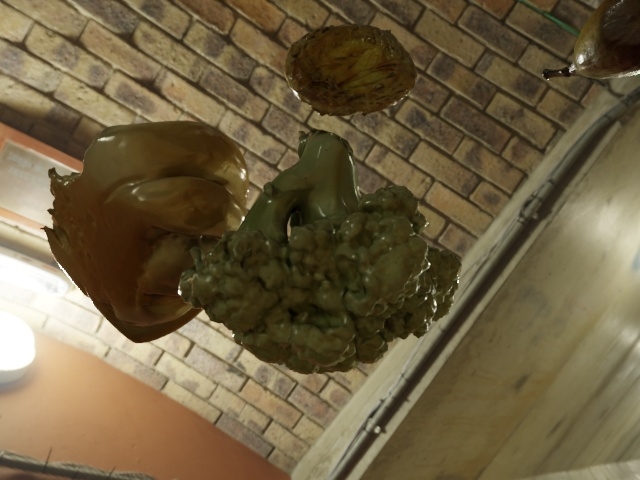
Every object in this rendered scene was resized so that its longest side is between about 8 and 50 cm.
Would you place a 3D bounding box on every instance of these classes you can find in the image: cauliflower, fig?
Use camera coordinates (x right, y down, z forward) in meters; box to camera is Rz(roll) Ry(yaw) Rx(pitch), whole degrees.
[{"bbox_3d":[0.008,0.017,0.558,0.327,0.281,0.260,-5,-165,-26],"label":"cauliflower"},{"bbox_3d":[0.559,-0.382,0.963,0.145,0.170,0.274,-13,174,-34],"label":"fig"}]

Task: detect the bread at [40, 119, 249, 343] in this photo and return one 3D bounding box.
[{"bbox_3d":[-0.285,-0.006,0.826,0.329,0.424,0.245,11,-130,-32],"label":"bread"}]

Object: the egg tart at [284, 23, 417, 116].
[{"bbox_3d":[0.053,-0.298,0.901,0.232,0.252,0.098,42,155,20],"label":"egg tart"}]
